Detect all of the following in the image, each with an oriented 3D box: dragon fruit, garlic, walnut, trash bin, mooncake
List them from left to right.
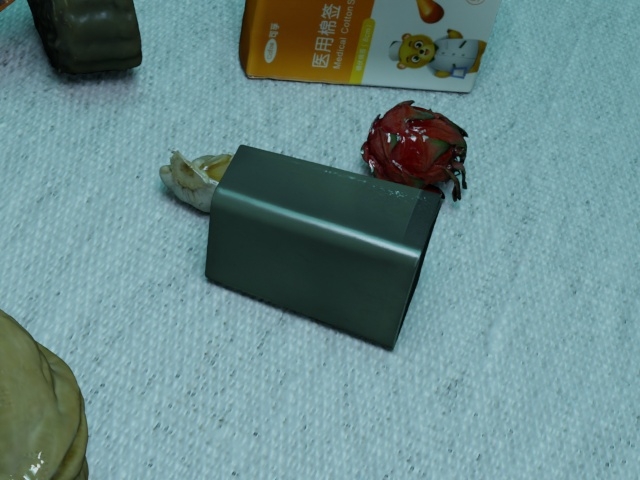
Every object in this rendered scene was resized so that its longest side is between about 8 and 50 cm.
[{"bbox_3d":[-0.342,0.177,1.020,0.313,0.277,0.252,11,6,35],"label":"walnut"},{"bbox_3d":[-0.318,-0.324,1.530,0.124,0.228,0.228,-15,53,-15],"label":"mooncake"},{"bbox_3d":[-0.140,-0.074,1.438,0.113,0.074,0.094,21,19,12],"label":"garlic"},{"bbox_3d":[0.000,0.000,1.339,0.240,0.164,0.122,18,47,6],"label":"trash bin"},{"bbox_3d":[0.124,-0.115,1.512,0.142,0.130,0.121,-12,19,-20],"label":"dragon fruit"}]

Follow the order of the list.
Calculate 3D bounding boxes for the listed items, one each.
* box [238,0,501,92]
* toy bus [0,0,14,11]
[{"bbox_3d":[0.065,-0.341,1.624,0.341,0.225,0.143,2,46,-11],"label":"box"},{"bbox_3d":[-0.528,-0.289,1.450,0.329,0.153,0.143,-35,57,6],"label":"toy bus"}]
